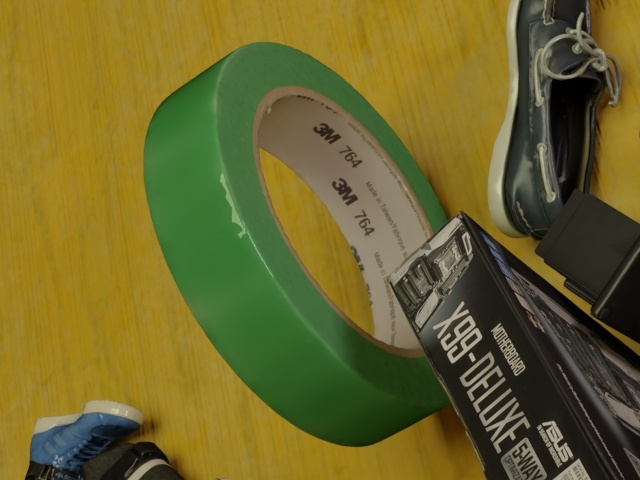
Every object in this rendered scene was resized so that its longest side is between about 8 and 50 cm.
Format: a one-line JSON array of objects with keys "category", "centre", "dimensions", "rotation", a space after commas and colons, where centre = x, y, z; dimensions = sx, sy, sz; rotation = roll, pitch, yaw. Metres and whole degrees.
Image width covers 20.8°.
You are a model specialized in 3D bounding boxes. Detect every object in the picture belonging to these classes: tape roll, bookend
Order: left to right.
[{"category": "tape roll", "centre": [0.000, 0.000, 1.362], "dimensions": [0.077, 0.321, 0.321], "rotation": [-32, 52, 28]}, {"category": "bookend", "centre": [0.211, 0.016, 1.282], "dimensions": [0.156, 0.157, 0.072], "rotation": [38, 97, 44]}]

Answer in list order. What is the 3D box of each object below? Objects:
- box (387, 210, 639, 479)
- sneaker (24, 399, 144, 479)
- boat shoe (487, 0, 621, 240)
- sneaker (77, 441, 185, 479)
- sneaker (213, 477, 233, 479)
[{"category": "box", "centre": [0.187, 0.148, 1.146], "dimensions": [0.076, 0.242, 0.307], "rotation": [-43, 37, 15]}, {"category": "sneaker", "centre": [-0.226, 0.204, 1.653], "dimensions": [0.152, 0.058, 0.084], "rotation": [-16, 54, 41]}, {"category": "boat shoe", "centre": [0.194, -0.126, 1.409], "dimensions": [0.079, 0.095, 0.254], "rotation": [-1, 71, 43]}, {"category": "sneaker", "centre": [-0.208, 0.278, 1.598], "dimensions": [0.217, 0.079, 0.121], "rotation": [-46, 43, 5]}, {"category": "sneaker", "centre": [-0.018, 0.283, 1.397], "dimensions": [0.293, 0.108, 0.169], "rotation": [20, 87, 46]}]
